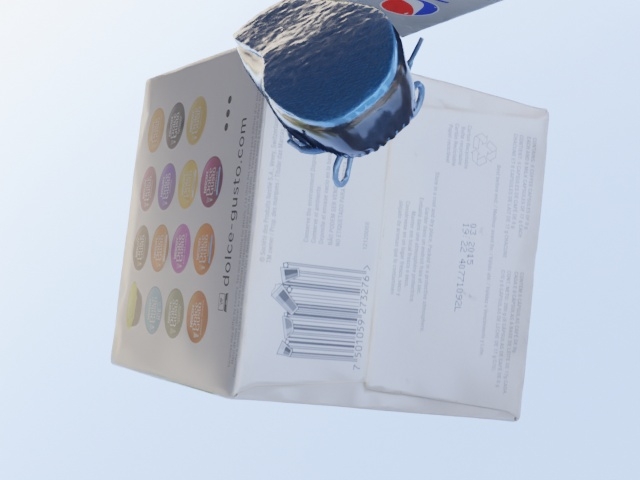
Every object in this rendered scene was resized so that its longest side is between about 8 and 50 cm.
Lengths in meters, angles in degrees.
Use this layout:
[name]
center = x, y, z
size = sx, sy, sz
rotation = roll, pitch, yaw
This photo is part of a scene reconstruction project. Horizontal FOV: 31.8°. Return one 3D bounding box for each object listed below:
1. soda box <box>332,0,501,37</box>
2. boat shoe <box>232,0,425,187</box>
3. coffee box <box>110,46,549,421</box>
[soda box]
center = 0.098, -0.231, 0.847
size = 0.286, 0.098, 0.091
rotation = -4, -100, 63
[boat shoe]
center = 0.016, -0.103, 0.739
size = 0.109, 0.089, 0.258
rotation = -31, -155, 4
[coffee box]
center = 0.000, 0.000, 1.223
size = 0.334, 0.338, 0.337
rotation = 1, -97, 60
